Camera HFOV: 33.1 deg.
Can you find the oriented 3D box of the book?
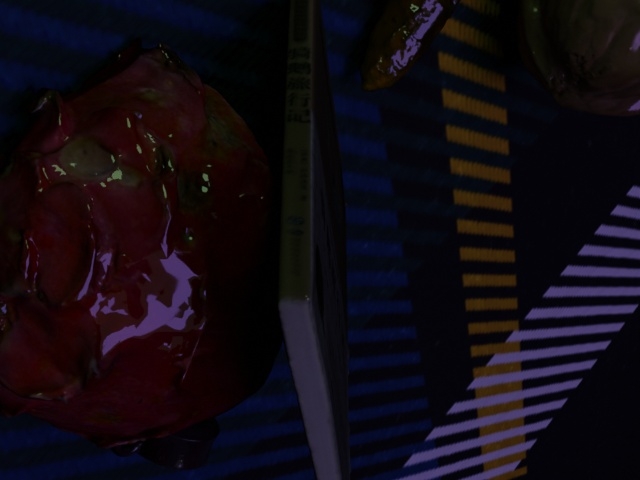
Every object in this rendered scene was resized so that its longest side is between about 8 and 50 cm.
[{"bbox_3d":[0.000,0.000,0.702,0.310,0.021,0.216,-89,172,-47],"label":"book"}]

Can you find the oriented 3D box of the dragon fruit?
[{"bbox_3d":[-0.109,0.018,0.639,0.163,0.189,0.261,-62,164,-74],"label":"dragon fruit"}]

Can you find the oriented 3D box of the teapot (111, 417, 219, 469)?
[{"bbox_3d":[-0.112,0.141,0.775,0.100,0.068,0.045,2,112,-52],"label":"teapot"}]

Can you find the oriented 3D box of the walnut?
[{"bbox_3d":[0.271,-0.221,0.954,0.245,0.198,0.198,-59,147,-8],"label":"walnut"}]

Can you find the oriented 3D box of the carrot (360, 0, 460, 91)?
[{"bbox_3d":[0.114,-0.247,0.840,0.314,0.066,0.066,-58,147,-4],"label":"carrot"}]
